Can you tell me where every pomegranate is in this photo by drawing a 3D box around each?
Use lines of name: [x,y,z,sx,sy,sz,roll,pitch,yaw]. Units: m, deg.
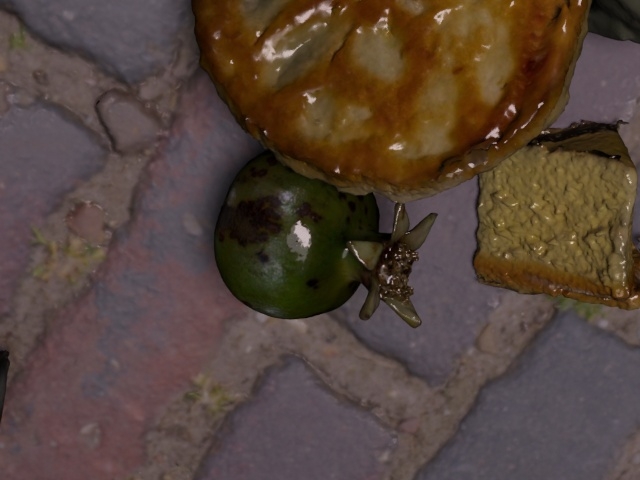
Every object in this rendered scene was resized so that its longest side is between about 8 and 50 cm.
pomegranate: [-0.005,-0.003,0.846,0.149,0.169,0.148,-5,97,-43]

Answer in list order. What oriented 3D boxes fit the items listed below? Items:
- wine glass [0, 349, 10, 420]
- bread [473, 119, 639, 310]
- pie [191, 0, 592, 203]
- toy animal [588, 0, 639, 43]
wine glass: [-0.374,0.128,0.893,0.222,0.103,0.103,8,107,-7]
bread: [0.200,-0.016,0.901,0.152,0.127,0.147,-2,108,14]
pie: [0.051,-0.181,0.793,0.315,0.092,0.315,-1,84,13]
toy animal: [0.286,-0.250,0.829,0.236,0.138,0.108,-41,138,-6]
